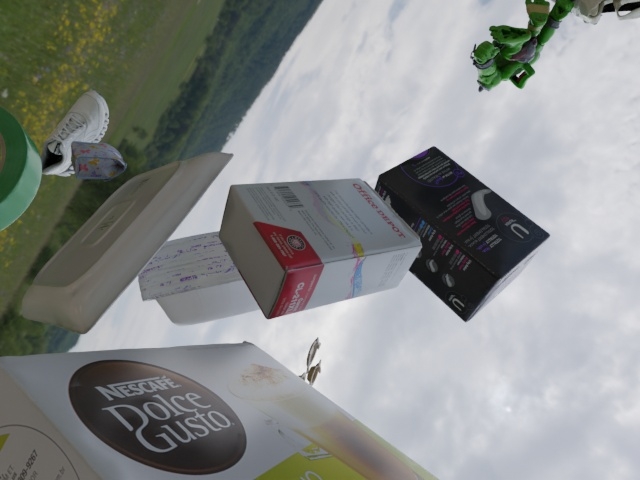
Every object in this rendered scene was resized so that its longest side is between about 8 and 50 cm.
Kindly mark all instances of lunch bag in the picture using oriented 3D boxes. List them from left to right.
[{"bbox_3d":[-0.397,-0.141,0.851,0.071,0.083,0.053,47,-48,42],"label":"lunch bag"}]

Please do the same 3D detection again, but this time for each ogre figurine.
[{"bbox_3d":[0.333,-0.325,0.813,0.197,0.096,0.118,-51,161,-20],"label":"ogre figurine"}]

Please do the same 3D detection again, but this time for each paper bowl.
[{"bbox_3d":[-0.191,0.071,0.897,0.284,0.284,0.148,-20,-99,55],"label":"paper bowl"}]

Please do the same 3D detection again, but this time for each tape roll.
[{"bbox_3d":[-0.764,-0.147,0.987,0.077,0.320,0.322,107,-1,-66],"label":"tape roll"}]

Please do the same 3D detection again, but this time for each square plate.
[{"bbox_3d":[-0.338,-0.013,0.784,0.347,0.049,0.344,-4,-134,46],"label":"square plate"}]

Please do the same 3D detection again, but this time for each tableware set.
[{"bbox_3d":[-0.030,0.298,1.018,0.141,0.020,0.169,91,23,-44],"label":"tableware set"}]

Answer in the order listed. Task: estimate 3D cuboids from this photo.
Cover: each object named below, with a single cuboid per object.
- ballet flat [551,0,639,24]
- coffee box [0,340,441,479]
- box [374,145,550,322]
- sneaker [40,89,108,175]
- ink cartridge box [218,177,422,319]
[{"bbox_3d":[0.478,-0.393,0.778,0.203,0.074,0.074,12,-107,33],"label":"ballet flat"},{"bbox_3d":[-0.105,0.315,0.396,0.334,0.337,0.339,30,-88,24],"label":"coffee box"},{"bbox_3d":[0.233,-0.018,0.862,0.270,0.165,0.143,45,-33,24],"label":"box"},{"bbox_3d":[-0.719,-0.302,1.377,0.292,0.110,0.118,-52,-177,15],"label":"sneaker"},{"bbox_3d":[0.000,0.000,0.509,0.127,0.174,0.073,52,-45,35],"label":"ink cartridge box"}]
